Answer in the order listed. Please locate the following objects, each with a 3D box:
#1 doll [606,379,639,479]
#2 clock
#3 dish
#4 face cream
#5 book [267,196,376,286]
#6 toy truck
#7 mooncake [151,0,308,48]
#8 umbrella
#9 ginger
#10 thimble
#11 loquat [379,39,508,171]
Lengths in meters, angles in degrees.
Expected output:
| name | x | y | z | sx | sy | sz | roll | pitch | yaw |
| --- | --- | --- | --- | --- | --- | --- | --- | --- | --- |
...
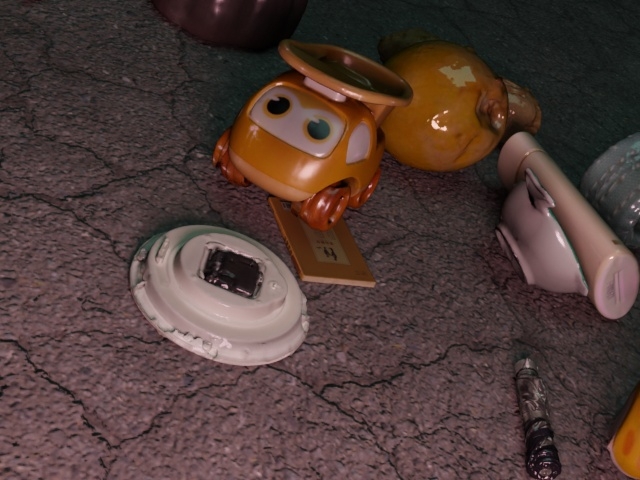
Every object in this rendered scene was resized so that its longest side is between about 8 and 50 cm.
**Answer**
| name | x | y | z | sx | sy | sz | roll | pitch | yaw |
| --- | --- | --- | --- | --- | --- | --- | --- | --- | --- |
| doll | 0.485 | 0.277 | 1.183 | 0.269 | 0.162 | 0.167 | 45 | 22 | 8 |
| clock | -0.117 | 0.052 | 1.161 | 0.237 | 0.053 | 0.236 | 18 | 34 | -12 |
| dish | 0.323 | -0.001 | 1.448 | 0.078 | 0.246 | 0.224 | -27 | 51 | 3 |
| face cream | 0.397 | -0.040 | 1.550 | 0.081 | 0.173 | 0.348 | -26 | 49 | -2 |
| book | 0.000 | 0.000 | 1.344 | 0.118 | 0.012 | 0.172 | 6 | 39 | -28 |
| toy truck | -0.003 | -0.160 | 1.367 | 0.204 | 0.211 | 0.288 | 31 | 26 | 16 |
| mooncake | -0.168 | -0.489 | 1.761 | 0.306 | 0.154 | 0.306 | 19 | 32 | -12 |
| umbrella | 0.278 | 0.224 | 1.205 | 0.046 | 0.050 | 0.188 | 40 | 29 | -21 |
| ginger | 0.266 | -0.300 | 1.823 | 0.354 | 0.126 | 0.190 | 27 | 28 | 3 |
| thimble | 0.580 | -0.087 | 1.701 | 0.235 | 0.198 | 0.143 | -25 | 54 | -11 |
| loquat | 0.194 | -0.226 | 1.605 | 0.244 | 0.243 | 0.243 | 18 | 35 | -13 |
